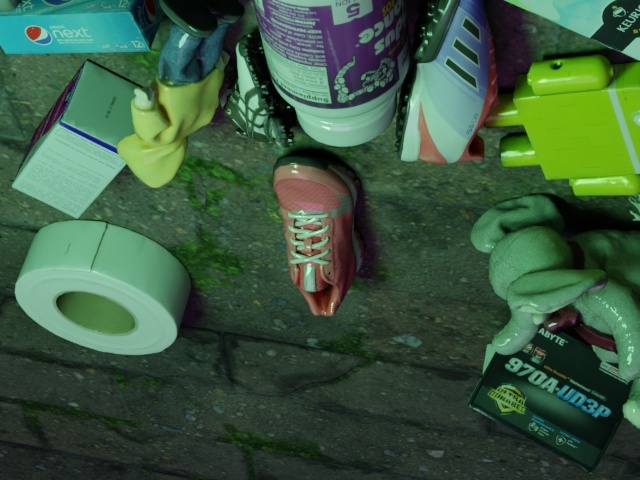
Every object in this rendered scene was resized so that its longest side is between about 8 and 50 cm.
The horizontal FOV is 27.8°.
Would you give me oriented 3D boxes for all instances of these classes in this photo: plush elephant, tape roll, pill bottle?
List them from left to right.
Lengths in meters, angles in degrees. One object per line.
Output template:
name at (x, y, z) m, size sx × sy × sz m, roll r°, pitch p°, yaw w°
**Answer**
tape roll at (-0.366, 0.083, 2.182) m, size 0.286 × 0.100 × 0.286 m, roll 11°, pitch 148°, yaw 7°
pill bottle at (0.015, -0.245, 1.449) m, size 0.169 × 0.169 × 0.301 m, roll 6°, pitch 148°, yaw 12°
plush elephant at (0.335, 0.071, 1.741) m, size 0.255 × 0.272 × 0.330 m, roll 0°, pitch 117°, yaw -1°

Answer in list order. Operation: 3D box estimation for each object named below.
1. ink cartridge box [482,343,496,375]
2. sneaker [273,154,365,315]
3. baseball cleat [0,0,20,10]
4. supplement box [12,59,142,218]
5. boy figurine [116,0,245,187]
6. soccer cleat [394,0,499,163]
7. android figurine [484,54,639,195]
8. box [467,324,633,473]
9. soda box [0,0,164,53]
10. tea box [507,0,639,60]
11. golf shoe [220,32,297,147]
ink cartridge box at (0.351, 0.220, 2.121) m, size 0.143 × 0.090 × 0.092 m, roll -13°, pitch 140°, yaw 35°
sneaker at (0.001, 0.000, 1.871) m, size 0.115 × 0.136 × 0.314 m, roll 3°, pitch 146°, yaw 16°
baseball cleat at (-0.334, -0.339, 1.518) m, size 0.109 × 0.072 × 0.206 m, roll 17°, pitch 142°, yaw -5°
supplement box at (-0.334, -0.137, 1.811) m, size 0.114 × 0.111 × 0.220 m, roll 26°, pitch 146°, yaw -18°
boy figurine at (-0.178, -0.188, 1.617) m, size 0.092 × 0.177 × 0.285 m, roll 38°, pitch 134°, yaw 12°
soccer cleat at (0.163, -0.206, 1.506) m, size 0.116 × 0.109 × 0.318 m, roll 7°, pitch 142°, yaw -2°
android figurine at (0.343, -0.141, 1.594) m, size 0.272 × 0.056 × 0.248 m, roll 0°, pitch 145°, yaw 25°
box at (0.365, 0.234, 2.012) m, size 0.220 × 0.175 × 0.051 m, roll 29°, pitch 179°, yaw 6°
soda box at (-0.309, -0.282, 1.615) m, size 0.210 × 0.067 × 0.071 m, roll 1°, pitch 146°, yaw 19°
tea box at (0.286, -0.359, 1.112) m, size 0.323 × 0.220 × 0.329 m, roll 22°, pitch 147°, yaw -11°
golf shoe at (-0.094, -0.189, 1.669) m, size 0.093 × 0.077 × 0.198 m, roll 4°, pitch 146°, yaw 16°
